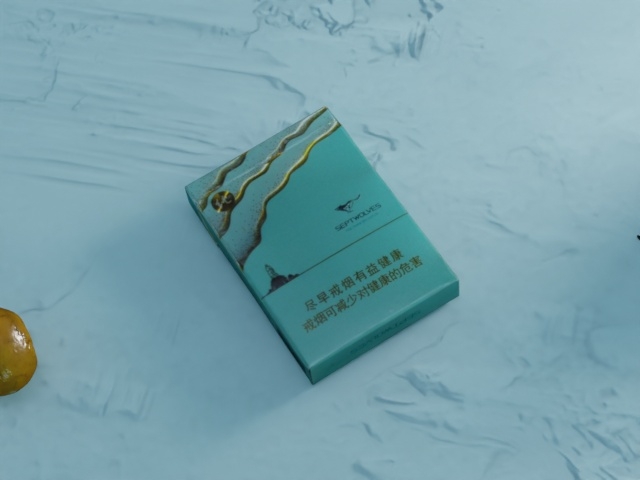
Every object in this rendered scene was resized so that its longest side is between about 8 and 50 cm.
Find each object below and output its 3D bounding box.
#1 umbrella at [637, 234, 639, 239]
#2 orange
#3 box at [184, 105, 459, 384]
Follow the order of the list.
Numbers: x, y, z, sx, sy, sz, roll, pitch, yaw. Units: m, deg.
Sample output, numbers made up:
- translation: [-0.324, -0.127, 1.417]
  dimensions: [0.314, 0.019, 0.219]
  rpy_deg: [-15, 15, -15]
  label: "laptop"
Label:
- translation: [0.339, 0.038, 1.453]
  dimensions: [0.022, 0.022, 0.149]
  rpy_deg: [-23, 58, -37]
  label: "umbrella"
- translation: [-0.293, 0.099, 1.456]
  dimensions: [0.070, 0.083, 0.083]
  rpy_deg: [-23, 61, -17]
  label: "orange"
- translation: [0.000, 0.000, 1.500]
  dimensions: [0.162, 0.041, 0.229]
  rpy_deg: [-31, 63, -11]
  label: "box"
